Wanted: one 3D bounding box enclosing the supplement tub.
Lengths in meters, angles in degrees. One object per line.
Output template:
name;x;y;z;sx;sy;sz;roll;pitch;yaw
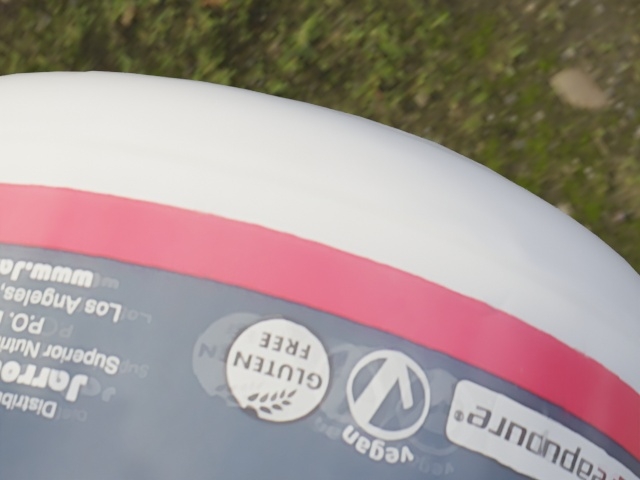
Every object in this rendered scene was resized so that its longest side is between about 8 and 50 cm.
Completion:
supplement tub;-0.042;0.121;0.386;0.191;0.191;0.272;21;70;-17
